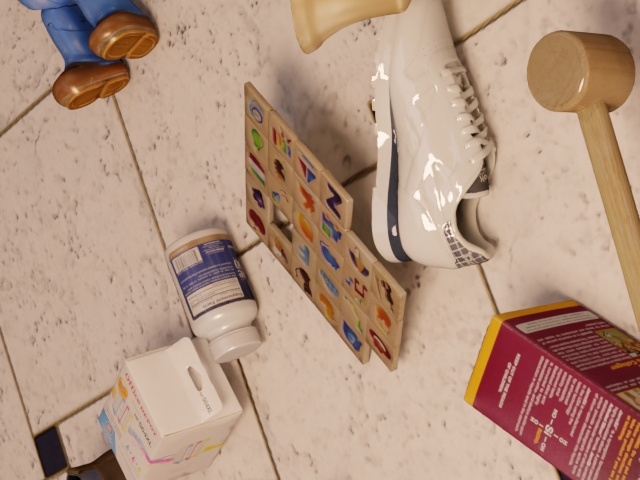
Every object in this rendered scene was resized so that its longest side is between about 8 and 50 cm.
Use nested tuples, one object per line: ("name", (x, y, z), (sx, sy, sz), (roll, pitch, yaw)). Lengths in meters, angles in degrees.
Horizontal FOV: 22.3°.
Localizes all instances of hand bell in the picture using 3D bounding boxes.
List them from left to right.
("hand bell", (0.104, -0.212, 1.253), (0.242, 0.126, 0.126), (-1, 95, 10))

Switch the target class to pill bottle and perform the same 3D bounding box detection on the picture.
("pill bottle", (-0.100, 0.053, 1.560), (0.067, 0.067, 0.120), (-36, 70, 42))

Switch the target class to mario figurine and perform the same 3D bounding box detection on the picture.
("mario figurine", (-0.314, -0.288, 1.654), (0.198, 0.170, 0.320), (-37, 74, 5))

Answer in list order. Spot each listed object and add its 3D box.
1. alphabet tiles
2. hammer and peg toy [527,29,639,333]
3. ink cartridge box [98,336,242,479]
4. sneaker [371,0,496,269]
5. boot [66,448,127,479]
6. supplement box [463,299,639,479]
("alphabet tiles", (0.000, 0.000, 1.426), (0.237, 0.009, 0.198), (49, 155, 29))
("hammer and peg toy", (0.322, -0.074, 1.069), (0.361, 0.127, 0.265), (-10, 90, 47))
("ink cartridge box", (-0.146, 0.165, 1.582), (0.092, 0.090, 0.143), (60, 147, 23))
("sneaker", (0.099, -0.094, 1.337), (0.095, 0.090, 0.235), (3, 102, 33))
("boot", (-0.202, 0.320, 1.671), (0.082, 0.106, 0.219), (-15, 84, 46))
("supplement box", (0.216, 0.128, 1.220), (0.188, 0.104, 0.080), (35, 120, 37))
